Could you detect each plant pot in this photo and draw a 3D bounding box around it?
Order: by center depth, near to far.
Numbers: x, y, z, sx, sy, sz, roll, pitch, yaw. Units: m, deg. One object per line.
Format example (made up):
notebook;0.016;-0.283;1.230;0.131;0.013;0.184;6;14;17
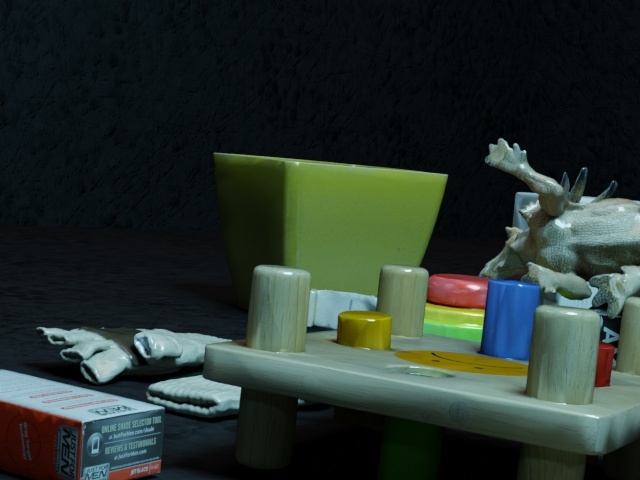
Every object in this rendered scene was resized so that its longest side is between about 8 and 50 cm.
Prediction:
plant pot;0.000;0.000;1.546;0.212;0.187;0.212;4;4;-29

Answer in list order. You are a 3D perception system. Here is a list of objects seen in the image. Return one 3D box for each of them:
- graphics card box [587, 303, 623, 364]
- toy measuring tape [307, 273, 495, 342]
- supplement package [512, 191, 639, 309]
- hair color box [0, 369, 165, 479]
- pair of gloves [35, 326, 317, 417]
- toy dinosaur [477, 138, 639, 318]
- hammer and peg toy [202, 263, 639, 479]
graphics card box;0.420;0.115;1.128;0.371;0.094;0.233;8;5;18
toy measuring tape;0.068;0.077;1.102;0.330;0.121;0.121;9;5;43
supplement package;0.377;0.045;1.466;0.293;0.175;0.177;4;3;-10
hair color box;-0.170;0.111;0.782;0.141;0.043;0.072;7;4;35
pair of gloves;-0.094;0.099;1.072;0.240;0.042;0.204;10;6;43
toy dinosaur;0.259;0.001;1.118;0.296;0.127;0.200;12;1;34
hammer and peg toy;0.143;0.097;0.814;0.361;0.127;0.266;7;3;27
